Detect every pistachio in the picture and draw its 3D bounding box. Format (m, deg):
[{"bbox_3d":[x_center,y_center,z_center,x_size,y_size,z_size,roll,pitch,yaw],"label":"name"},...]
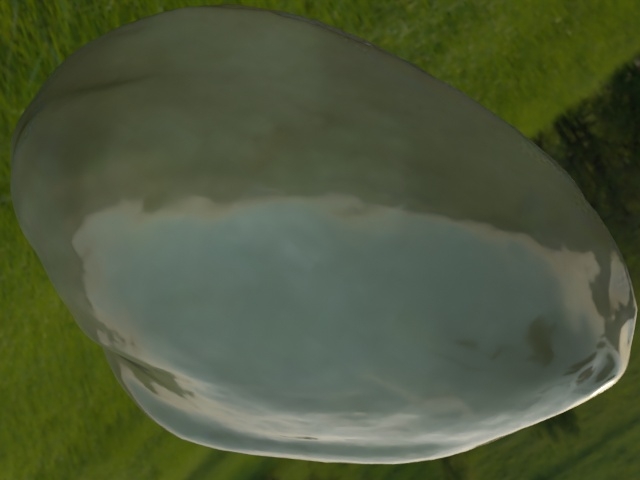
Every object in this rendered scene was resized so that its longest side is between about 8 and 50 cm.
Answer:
[{"bbox_3d":[0.000,0.000,0.534,0.318,0.214,0.193,13,-171,-2],"label":"pistachio"}]
